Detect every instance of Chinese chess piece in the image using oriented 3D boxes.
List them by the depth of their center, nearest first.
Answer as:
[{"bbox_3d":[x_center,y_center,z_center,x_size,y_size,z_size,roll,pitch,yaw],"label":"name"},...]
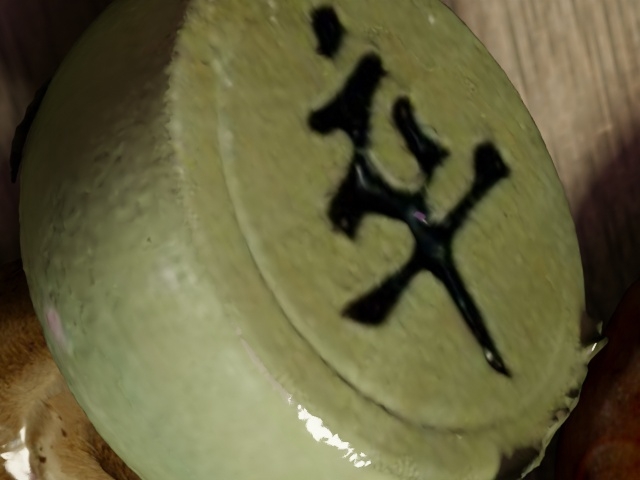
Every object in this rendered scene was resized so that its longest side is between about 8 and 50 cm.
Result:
[{"bbox_3d":[0.000,0.000,0.576,0.188,0.188,0.083,33,139,-32],"label":"Chinese chess piece"}]

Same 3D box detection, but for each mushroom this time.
[{"bbox_3d":[-0.061,0.051,0.624,0.126,0.109,0.085,52,44,-31],"label":"mushroom"}]

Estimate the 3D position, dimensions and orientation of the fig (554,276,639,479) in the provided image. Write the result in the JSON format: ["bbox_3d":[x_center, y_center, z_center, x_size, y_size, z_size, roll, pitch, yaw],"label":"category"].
[{"bbox_3d":[0.234,0.089,0.724,0.290,0.190,0.191,2,111,-24],"label":"fig"}]
